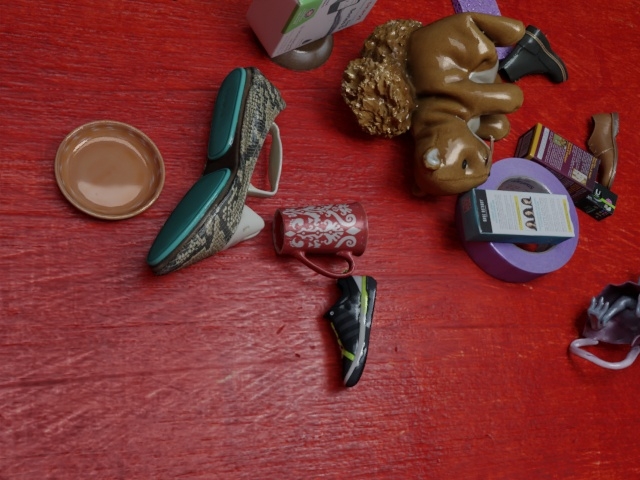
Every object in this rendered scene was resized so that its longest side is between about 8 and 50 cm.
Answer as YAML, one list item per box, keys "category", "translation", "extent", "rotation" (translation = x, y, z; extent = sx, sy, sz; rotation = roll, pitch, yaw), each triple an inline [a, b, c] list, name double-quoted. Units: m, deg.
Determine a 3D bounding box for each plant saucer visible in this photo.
- category: "plant saucer"
  translation: [-0.056, -0.475, 1.634]
  extent: [0.199, 0.036, 0.198]
  rotation: [7, 69, -19]
- category: "plant saucer"
  translation: [-0.395, -0.129, 1.371]
  extent: [0.200, 0.037, 0.200]
  rotation: [7, 70, -20]

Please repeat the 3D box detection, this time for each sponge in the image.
- category: "sponge"
  translation: [0.413, -0.547, 1.853]
  extent: [0.117, 0.031, 0.210]
  rotation: [-10, 76, -25]

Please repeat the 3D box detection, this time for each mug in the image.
- category: "mug"
  translation: [0.001, -0.009, 1.443]
  extent: [0.169, 0.113, 0.150]
  rotation: [-1, 43, -19]

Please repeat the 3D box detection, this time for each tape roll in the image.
- category: "tape roll"
  translation: [0.447, -0.046, 1.658]
  extent: [0.275, 0.090, 0.274]
  rotation: [7, 70, -19]

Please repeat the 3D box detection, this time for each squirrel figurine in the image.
- category: "squirrel figurine"
  translation: [0.231, -0.287, 1.594]
  extent: [0.397, 0.281, 0.370]
  rotation: [14, 77, -2]

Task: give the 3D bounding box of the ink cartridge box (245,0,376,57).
- category: "ink cartridge box"
  translation: [0.003, -0.523, 1.541]
  extent: [0.273, 0.198, 0.114]
  rotation: [-30, 85, -28]

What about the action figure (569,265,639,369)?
- category: "action figure"
  translation: [0.787, 0.198, 1.655]
  extent: [0.370, 0.248, 0.275]
  rotation: [18, 99, -42]

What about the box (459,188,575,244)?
- category: "box"
  translation: [0.422, -0.049, 1.563]
  extent: [0.244, 0.060, 0.100]
  rotation: [2, 71, -22]

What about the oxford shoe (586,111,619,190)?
- category: "oxford shoe"
  translation: [0.716, -0.225, 1.855]
  extent: [0.076, 0.076, 0.212]
  rotation: [2, 70, 10]

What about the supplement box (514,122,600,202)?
- category: "supplement box"
  translation: [0.568, -0.185, 1.760]
  extent: [0.188, 0.081, 0.104]
  rotation: [28, 63, -11]

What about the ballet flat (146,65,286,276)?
- category: "ballet flat"
  translation: [-0.164, -0.116, 1.408]
  extent: [0.182, 0.164, 0.482]
  rotation: [34, 59, -31]

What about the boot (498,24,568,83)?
- category: "boot"
  translation: [0.533, -0.432, 1.850]
  extent: [0.198, 0.077, 0.137]
  rotation: [38, 96, -33]

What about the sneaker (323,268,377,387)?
- category: "sneaker"
  translation: [0.051, 0.173, 1.439]
  extent: [0.097, 0.084, 0.234]
  rotation: [8, 66, 6]

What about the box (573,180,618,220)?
- category: "box"
  translation: [0.676, -0.099, 1.791]
  extent: [0.083, 0.052, 0.062]
  rotation: [30, 64, -9]
